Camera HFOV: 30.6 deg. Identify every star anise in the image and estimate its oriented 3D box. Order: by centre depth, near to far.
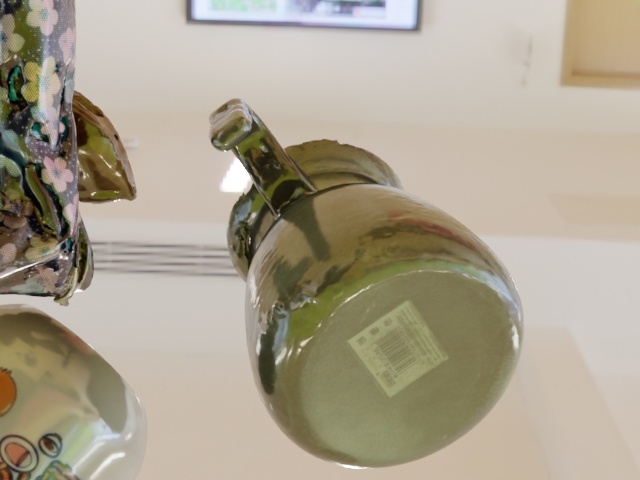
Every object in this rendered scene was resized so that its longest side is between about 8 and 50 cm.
[{"bbox_3d":[-0.298,-0.119,0.997,0.315,0.108,0.315,25,-171,-4],"label":"star anise"}]

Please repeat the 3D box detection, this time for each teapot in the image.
[{"bbox_3d":[-0.007,0.021,1.004,0.305,0.223,0.285,20,-159,-27],"label":"teapot"}]

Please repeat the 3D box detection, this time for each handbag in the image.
[{"bbox_3d":[-0.213,-0.076,0.585,0.229,0.207,0.127,4,-179,25],"label":"handbag"}]

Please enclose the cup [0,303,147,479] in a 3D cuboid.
[{"bbox_3d":[-0.300,0.212,0.940,0.212,0.212,0.317,16,-122,43],"label":"cup"}]
